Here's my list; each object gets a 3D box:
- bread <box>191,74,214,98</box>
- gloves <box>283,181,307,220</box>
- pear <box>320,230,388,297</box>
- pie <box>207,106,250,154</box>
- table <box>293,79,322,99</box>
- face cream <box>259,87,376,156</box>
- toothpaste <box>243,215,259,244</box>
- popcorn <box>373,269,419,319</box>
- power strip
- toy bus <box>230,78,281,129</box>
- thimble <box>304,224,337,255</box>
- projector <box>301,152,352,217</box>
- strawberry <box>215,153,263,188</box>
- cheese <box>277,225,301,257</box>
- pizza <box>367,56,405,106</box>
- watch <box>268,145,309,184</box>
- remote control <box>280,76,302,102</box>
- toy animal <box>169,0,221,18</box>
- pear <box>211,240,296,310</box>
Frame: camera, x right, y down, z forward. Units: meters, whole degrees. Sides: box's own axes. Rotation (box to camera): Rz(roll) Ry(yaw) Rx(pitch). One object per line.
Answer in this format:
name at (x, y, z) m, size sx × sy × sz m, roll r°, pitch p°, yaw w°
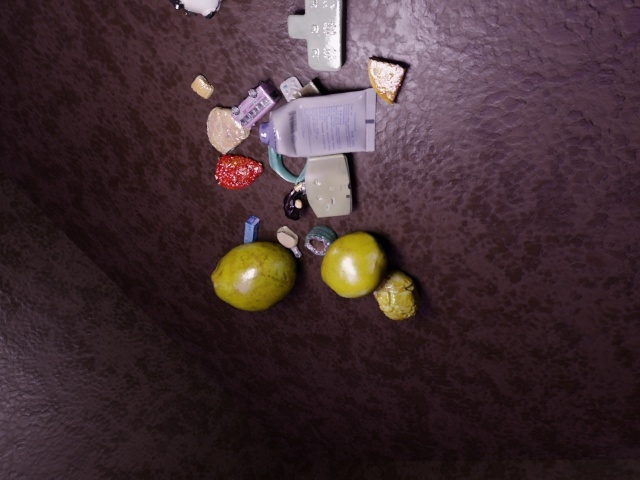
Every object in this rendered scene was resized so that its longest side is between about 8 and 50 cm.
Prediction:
bread at (-0.479, -0.625, 1.691) m, size 0.083 × 0.035 × 0.070 m, roll 41°, pitch 134°, yaw -15°
gloves at (-0.106, -0.183, 1.769) m, size 0.106 × 0.129 × 0.181 m, roll 24°, pitch 132°, yaw 13°
pear at (0.141, 0.106, 1.749) m, size 0.294 × 0.294 × 0.294 m, roll 14°, pitch 130°, yaw 18°
pie at (-0.402, -0.472, 1.754) m, size 0.218 × 0.052 × 0.185 m, roll -22°, pitch 114°, yaw 40°
table at (-0.042, -0.519, 1.498) m, size 0.083 × 0.062 × 0.079 m, roll -37°, pitch 104°, yaw 11°
face cream at (-0.007, -0.401, 1.473) m, size 0.419 × 0.137 × 0.235 m, roll -8°, pitch 126°, yaw -5°
toothpaste at (-0.352, 0.004, 2.085) m, size 0.053 × 0.066 × 0.272 m, roll 24°, pitch 132°, yaw 11°
popcorn at (0.334, 0.241, 1.819) m, size 0.183 × 0.204 × 0.221 m, roll -26°, pitch 97°, yaw 40°
power strip at (-0.013, -0.704, 1.365) m, size 0.193 × 0.059 × 0.265 m, roll 13°, pitch 130°, yaw 19°
toy bus at (-0.251, -0.525, 1.607) m, size 0.198 × 0.096 × 0.108 m, roll -29°, pitch 112°, yaw 37°
thimble at (0.002, 0.000, 1.878) m, size 0.135 × 0.090 × 0.119 m, roll 24°, pitch 130°, yaw 12°
projector at (0.024, -0.225, 1.662) m, size 0.193 × 0.088 × 0.270 m, roll -5°, pitch 125°, yaw 5°
strawberry at (-0.365, -0.288, 1.845) m, size 0.228 × 0.098 × 0.175 m, roll 13°, pitch 130°, yaw 20°
cheese at (-0.139, 0.008, 1.987) m, size 0.171 × 0.048 × 0.092 m, roll 46°, pitch 135°, yaw -10°
pizza at (0.225, -0.543, 1.375) m, size 0.178 × 0.041 × 0.131 m, roll 48°, pitch 134°, yaw -12°
watch at (-0.117, -0.346, 1.696) m, size 0.195 × 0.068 × 0.237 m, roll 13°, pitch 126°, yaw 16°
remote control at (-0.065, -0.499, 1.562) m, size 0.073 × 0.044 × 0.229 m, roll -29°, pitch 103°, yaw 15°
toy animal at (-0.388, -0.876, 1.334) m, size 0.212 × 0.213 × 0.266 m, roll 43°, pitch 139°, yaw -8°
pear at (-0.301, 0.170, 1.965) m, size 0.413 × 0.352 × 0.352 m, roll -12°, pitch 128°, yaw -13°
